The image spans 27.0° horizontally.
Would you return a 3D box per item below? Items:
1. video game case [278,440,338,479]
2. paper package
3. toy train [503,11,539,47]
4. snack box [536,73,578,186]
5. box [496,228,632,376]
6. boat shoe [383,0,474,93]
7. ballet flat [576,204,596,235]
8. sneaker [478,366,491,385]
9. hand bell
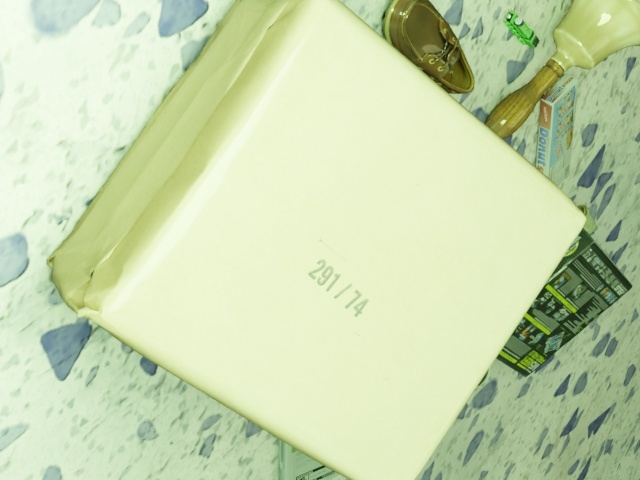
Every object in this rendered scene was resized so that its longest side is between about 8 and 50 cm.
[{"bbox_3d":[0.046,0.202,1.592,0.212,0.023,0.193,-20,136,-23],"label":"video game case"},{"bbox_3d":[0.000,0.000,1.096,0.325,0.168,0.309,36,87,-27],"label":"paper package"},{"bbox_3d":[0.239,-0.248,1.576,0.017,0.023,0.083,-61,152,1],"label":"toy train"},{"bbox_3d":[0.320,-0.139,1.809,0.064,0.022,0.178,-43,147,-29],"label":"snack box"},{"bbox_3d":[0.322,0.085,1.903,0.216,0.060,0.270,-42,153,9],"label":"box"},{"bbox_3d":[0.117,-0.203,1.378,0.064,0.060,0.178,-58,152,-5],"label":"boat shoe"},{"bbox_3d":[0.352,-0.008,1.965,0.168,0.057,0.052,-32,111,-48],"label":"ballet flat"},{"bbox_3d":[0.165,0.024,1.609,0.147,0.130,0.330,-78,174,-48],"label":"sneaker"},{"bbox_3d":[0.279,-0.205,1.632,0.242,0.126,0.126,-44,150,-3],"label":"hand bell"}]
